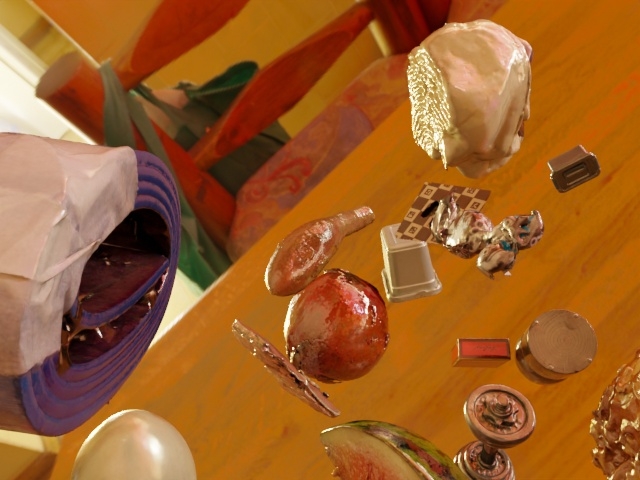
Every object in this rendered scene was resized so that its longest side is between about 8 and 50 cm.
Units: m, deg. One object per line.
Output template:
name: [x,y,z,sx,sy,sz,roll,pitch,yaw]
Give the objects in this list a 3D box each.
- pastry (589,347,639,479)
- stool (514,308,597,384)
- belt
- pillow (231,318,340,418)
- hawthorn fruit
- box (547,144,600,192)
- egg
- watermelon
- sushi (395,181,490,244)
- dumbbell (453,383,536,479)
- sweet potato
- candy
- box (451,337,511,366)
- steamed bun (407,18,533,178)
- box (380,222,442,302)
pastry: [0.607,0.303,0.901,0.292,0.405,0.337,47,110,33]
stool: [0.669,0.314,1.636,0.179,0.264,0.179,-3,69,9]
belt: [-0.207,0.022,0.471,0.117,0.347,0.212,9,97,-1]
pillow: [-0.058,0.220,0.954,0.043,0.232,0.126,-49,36,-16]
hawthorn fruit: [0.042,0.228,1.532,0.316,0.316,0.316,-16,54,23]
box: [0.551,-0.160,1.245,0.099,0.074,0.054,-29,42,19]
egg: [-0.287,0.380,0.880,0.186,0.253,0.186,2,23,-1]
watermelon: [0.086,0.254,0.530,0.245,0.063,0.119,45,116,30]
sushi: [0.317,-0.058,1.451,0.210,0.040,0.193,12,63,46]
dumbbell: [0.460,0.549,1.529,0.179,0.406,0.179,-2,40,2]
sweet potato: [0.000,0.000,1.220,0.109,0.109,0.385,7,32,34]
candy: [0.187,-0.011,0.681,0.094,0.051,0.226,-65,15,2]
box: [0.495,0.354,1.771,0.153,0.240,0.074,3,72,9]
steamed bun: [0.281,-0.263,1.039,0.206,0.275,0.320,-17,23,-1]
box: [0.282,0.059,1.872,0.175,0.182,0.312,-12,16,5]
